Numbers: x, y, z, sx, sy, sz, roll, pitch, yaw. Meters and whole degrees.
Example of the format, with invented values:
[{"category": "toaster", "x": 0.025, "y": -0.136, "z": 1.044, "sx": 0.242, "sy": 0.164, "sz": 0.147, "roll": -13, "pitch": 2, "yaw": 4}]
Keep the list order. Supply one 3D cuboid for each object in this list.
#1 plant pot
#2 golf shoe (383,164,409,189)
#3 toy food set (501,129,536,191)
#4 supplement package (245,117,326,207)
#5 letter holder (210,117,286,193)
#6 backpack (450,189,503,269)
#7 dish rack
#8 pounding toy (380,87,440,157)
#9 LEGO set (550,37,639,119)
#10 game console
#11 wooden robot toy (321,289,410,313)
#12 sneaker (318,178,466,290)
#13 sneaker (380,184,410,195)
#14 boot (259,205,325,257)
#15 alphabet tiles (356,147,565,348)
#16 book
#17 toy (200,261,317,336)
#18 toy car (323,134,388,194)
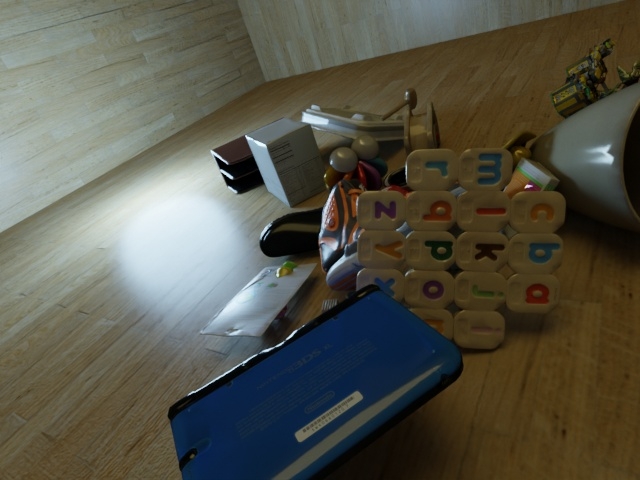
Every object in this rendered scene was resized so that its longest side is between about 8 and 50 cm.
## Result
[{"category": "plant pot", "x": 0.505, "y": -0.141, "z": 0.725, "sx": 0.257, "sy": 0.256, "sz": 0.274, "roll": -25, "pitch": 13, "yaw": -9}, {"category": "golf shoe", "x": 0.251, "y": -0.169, "z": 1.044, "sx": 0.186, "sy": 0.067, "sz": 0.086, "roll": -22, "pitch": 2, "yaw": 7}, {"category": "toy food set", "x": 0.378, "y": -0.131, "z": 0.859, "sx": 0.128, "sy": 0.217, "sz": 0.071, "roll": -38, "pitch": 75, "yaw": -22}, {"category": "supplement package", "x": -0.099, "y": -0.243, "z": 1.258, "sx": 0.149, "sy": 0.203, "sz": 0.194, "roll": -29, "pitch": 32, "yaw": -15}, {"category": "letter holder", "x": -0.190, "y": -0.290, "z": 1.446, "sx": 0.302, "sy": 0.151, "sz": 0.214, "roll": -30, "pitch": 34, "yaw": -17}, {"category": "backpack", "x": 0.251, "y": -0.039, "z": 0.771, "sx": 0.152, "sy": 0.115, "sz": 0.181, "roll": -2, "pitch": 57, "yaw": 51}, {"category": "dish rack", "x": 0.117, "y": -0.402, "z": 1.384, "sx": 0.286, "sy": 0.072, "sz": 0.333, "roll": -17, "pitch": 32, "yaw": -40}, {"category": "pounding toy", "x": 0.269, "y": -0.310, "z": 1.226, "sx": 0.155, "sy": 0.154, "sz": 0.269, "roll": -6, "pitch": 52, "yaw": 22}, {"category": "LEGO set", "x": 0.650, "y": -0.309, "z": 0.867, "sx": 0.331, "sy": 0.254, "sz": 0.192, "roll": -33, "pitch": 3, "yaw": -43}, {"category": "game console", "x": -0.007, "y": 0.202, "z": 0.504, "sx": 0.293, "sy": 0.173, "sz": 0.250, "roll": -30, "pitch": 31, "yaw": -15}, {"category": "wooden robot toy", "x": 0.079, "y": 0.101, "z": 0.713, "sx": 0.174, "sy": 0.079, "sz": 0.076, "roll": 1, "pitch": 36, "yaw": 31}, {"category": "sneaker", "x": 0.111, "y": -0.057, "z": 0.716, "sx": 0.321, "sy": 0.125, "sz": 0.180, "roll": -32, "pitch": 57, "yaw": 26}, {"category": "sneaker", "x": 0.211, "y": -0.101, "z": 0.961, "sx": 0.222, "sy": 0.087, "sz": 0.128, "roll": -5, "pitch": 34, "yaw": 22}, {"category": "boot", "x": 0.000, "y": 0.000, "z": 0.908, "sx": 0.247, "sy": 0.094, "sz": 0.207, "roll": -20, "pitch": 26, "yaw": -12}, {"category": "alphabet tiles", "x": 0.191, "y": 0.014, "z": 0.588, "sx": 0.278, "sy": 0.283, "sz": 0.021, "roll": 0, "pitch": 8, "yaw": 10}, {"category": "book", "x": 0.368, "y": -0.067, "z": 0.763, "sx": 0.035, "sy": 0.144, "sz": 0.096, "roll": 14, "pitch": 31, "yaw": -10}, {"category": "toy", "x": -0.104, "y": 0.125, "z": 0.808, "sx": 0.137, "sy": 0.056, "sz": 0.237, "roll": -6, "pitch": 28, "yaw": 29}, {"category": "toy car", "x": 0.105, "y": -0.181, "z": 1.122, "sx": 0.182, "sy": 0.159, "sz": 0.136, "roll": -33, "pitch": 67, "yaw": -22}]
